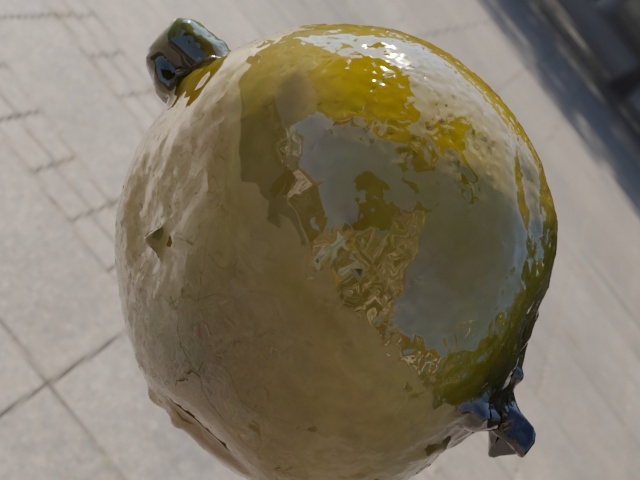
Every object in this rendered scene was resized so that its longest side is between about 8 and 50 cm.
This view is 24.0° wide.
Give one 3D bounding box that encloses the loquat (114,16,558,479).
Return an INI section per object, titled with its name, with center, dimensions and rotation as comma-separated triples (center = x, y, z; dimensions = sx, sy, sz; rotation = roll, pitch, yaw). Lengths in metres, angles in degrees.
[loquat]
center = 0.000, 0.000, 0.546
dimensions = 0.149, 0.172, 0.204
rotation = -23, 68, -32
